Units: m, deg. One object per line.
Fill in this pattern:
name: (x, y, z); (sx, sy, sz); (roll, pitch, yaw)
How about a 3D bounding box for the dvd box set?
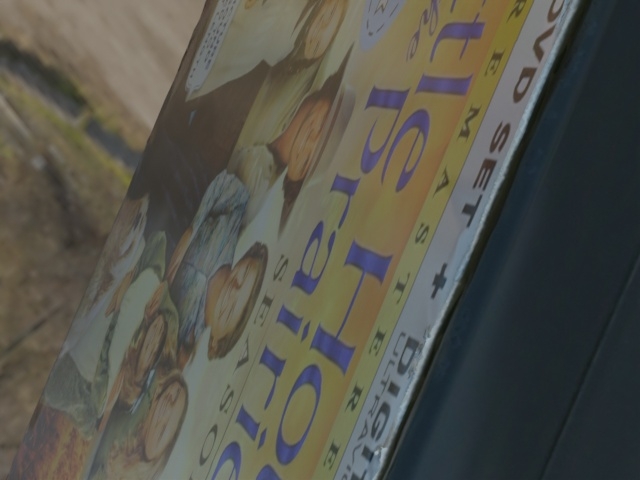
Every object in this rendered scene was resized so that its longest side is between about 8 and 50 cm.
dvd box set: (0.000, 0.000, 0.519); (0.062, 0.308, 0.420); (23, -179, -15)
